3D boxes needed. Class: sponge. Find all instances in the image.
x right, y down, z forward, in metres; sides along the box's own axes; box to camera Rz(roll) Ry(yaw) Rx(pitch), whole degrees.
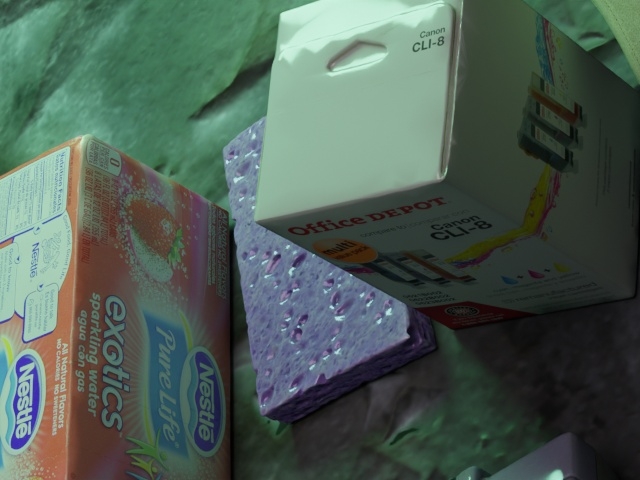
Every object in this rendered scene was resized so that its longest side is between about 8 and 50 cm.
[{"bbox_3d":[0.000,0.000,1.046,0.117,0.031,0.210,-32,51,28],"label":"sponge"}]

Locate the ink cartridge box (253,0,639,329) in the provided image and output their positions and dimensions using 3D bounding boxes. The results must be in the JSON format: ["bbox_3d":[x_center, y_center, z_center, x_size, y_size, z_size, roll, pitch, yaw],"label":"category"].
[{"bbox_3d":[0.071,-0.046,0.895,0.128,0.176,0.127,-13,61,39],"label":"ink cartridge box"}]

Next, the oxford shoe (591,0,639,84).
[{"bbox_3d":[0.248,-0.092,0.817,0.397,0.140,0.146,56,140,39],"label":"oxford shoe"}]

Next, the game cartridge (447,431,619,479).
[{"bbox_3d":[-0.002,0.254,0.836,0.355,0.068,0.230,-35,28,25],"label":"game cartridge"}]

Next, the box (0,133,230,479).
[{"bbox_3d":[-0.153,0.108,1.053,0.154,0.142,0.300,-24,54,33],"label":"box"}]
